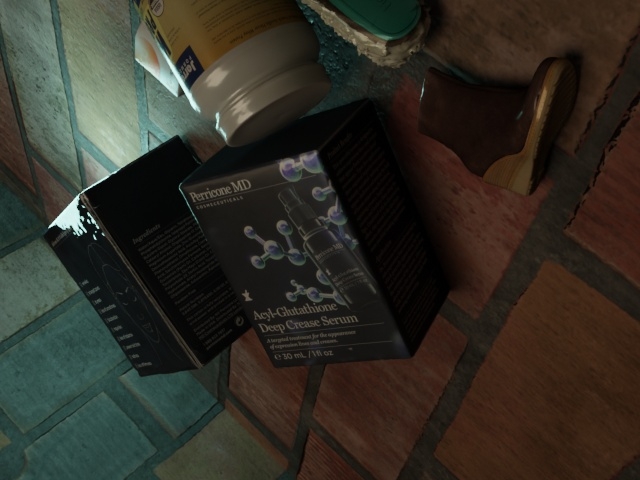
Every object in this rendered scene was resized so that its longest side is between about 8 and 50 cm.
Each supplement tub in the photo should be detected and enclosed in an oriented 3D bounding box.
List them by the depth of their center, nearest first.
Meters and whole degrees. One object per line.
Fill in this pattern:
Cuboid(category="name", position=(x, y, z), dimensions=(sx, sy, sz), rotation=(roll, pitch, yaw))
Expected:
Cuboid(category="supplement tub", position=(-0.141, -0.331, 1.304), dimensions=(0.316, 0.228, 0.228), rotation=(60, 151, 5))

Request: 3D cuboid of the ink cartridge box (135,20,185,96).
Cuboid(category="ink cartridge box", position=(-0.325, -0.404, 1.706), dimensions=(0.145, 0.045, 0.179), rotation=(43, 152, 16))

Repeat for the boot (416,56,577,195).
Cuboid(category="boot", position=(0.224, -0.183, 1.119), dimensions=(0.207, 0.090, 0.248), rotation=(37, 150, 22))

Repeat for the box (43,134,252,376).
Cuboid(category="box", position=(-0.405, 0.061, 2.060), dimensions=(0.471, 0.297, 0.480), rotation=(56, 151, -8))

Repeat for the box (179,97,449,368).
Cuboid(category="box", position=(0.000, 0.000, 1.426), dimensions=(0.294, 0.212, 0.395), rotation=(-11, 114, 35))

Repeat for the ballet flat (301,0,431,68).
Cuboid(category="ballet flat", position=(-0.009, -0.392, 1.197), dimensions=(0.409, 0.147, 0.147), rotation=(47, 150, 11))
